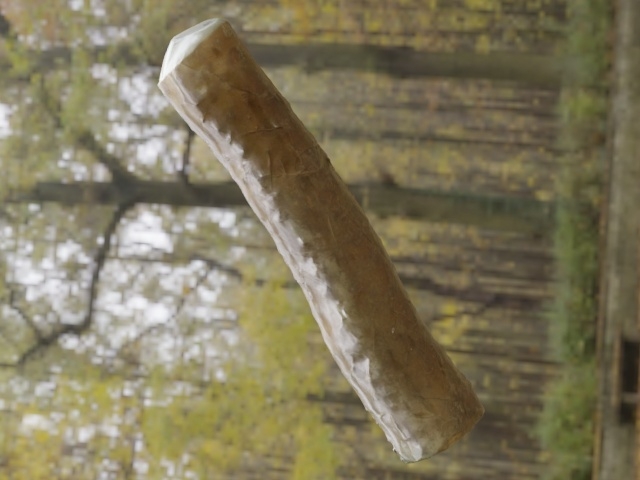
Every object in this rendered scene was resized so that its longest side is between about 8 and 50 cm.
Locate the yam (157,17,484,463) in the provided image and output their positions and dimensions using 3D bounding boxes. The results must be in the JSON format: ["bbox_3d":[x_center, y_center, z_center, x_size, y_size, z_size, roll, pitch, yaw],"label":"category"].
[{"bbox_3d":[0.000,0.000,0.836,0.299,0.066,0.066,58,-166,-4],"label":"yam"}]
